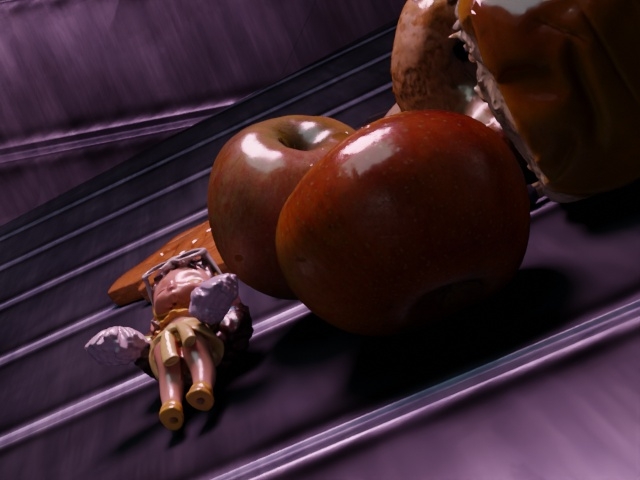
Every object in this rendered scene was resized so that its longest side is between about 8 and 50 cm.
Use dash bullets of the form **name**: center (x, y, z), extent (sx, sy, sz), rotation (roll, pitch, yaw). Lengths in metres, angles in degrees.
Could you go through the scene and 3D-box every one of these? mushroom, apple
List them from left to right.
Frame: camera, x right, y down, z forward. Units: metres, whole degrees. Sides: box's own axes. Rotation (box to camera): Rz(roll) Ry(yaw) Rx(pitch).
- **apple**: center (-0.024, -0.034, 1.407), extent (0.188, 0.173, 0.188), rotation (6, 30, -3)
- **apple**: center (0.081, -0.008, 1.234), extent (0.235, 0.173, 0.210), rotation (-38, -25, 13)
- **mushroom**: center (0.146, -0.142, 1.613), extent (0.267, 0.254, 0.267), rotation (-28, -13, -7)

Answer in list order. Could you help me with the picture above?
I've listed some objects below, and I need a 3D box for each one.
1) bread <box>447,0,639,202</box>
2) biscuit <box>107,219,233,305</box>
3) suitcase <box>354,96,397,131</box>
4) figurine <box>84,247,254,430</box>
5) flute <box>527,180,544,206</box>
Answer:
- **bread**: center (0.284, -0.186, 1.356), extent (0.250, 0.279, 0.225), rotation (-29, -15, 4)
- **biscuit**: center (-0.155, 0.011, 1.898), extent (0.284, 0.043, 0.306), rotation (-32, 15, -19)
- **suitcase**: center (0.182, -0.203, 1.983), extent (0.206, 0.066, 0.285), rotation (-18, 14, 30)
- **figurine**: center (-0.140, 0.100, 1.396), extent (0.175, 0.115, 0.240), rotation (-27, 17, 10)
- **flute**: center (0.260, -0.067, 1.449), extent (0.233, 0.027, 0.027), rotation (-28, 14, -3)
